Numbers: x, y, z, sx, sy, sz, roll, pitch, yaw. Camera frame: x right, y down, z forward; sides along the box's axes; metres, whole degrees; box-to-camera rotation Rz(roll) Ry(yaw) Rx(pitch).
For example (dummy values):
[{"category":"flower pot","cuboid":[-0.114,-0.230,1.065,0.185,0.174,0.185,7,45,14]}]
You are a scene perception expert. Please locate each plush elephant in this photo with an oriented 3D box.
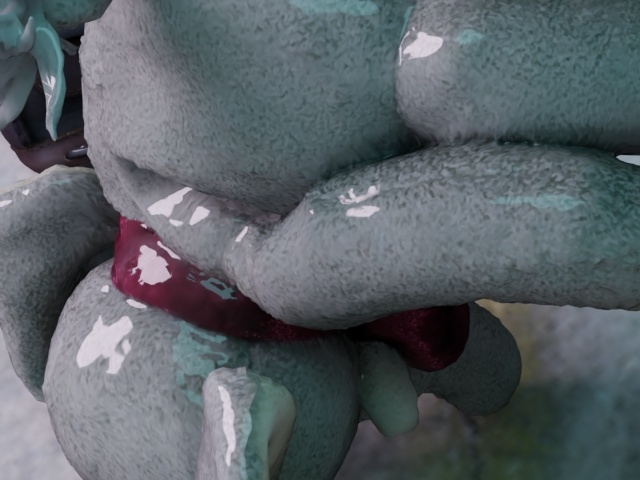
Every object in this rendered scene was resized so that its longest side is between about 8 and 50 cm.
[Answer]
[{"category":"plush elephant","cuboid":[0.000,0.000,0.644,0.330,0.255,0.272,-11,39,-25]}]

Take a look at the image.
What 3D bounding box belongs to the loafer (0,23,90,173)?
[{"category":"loafer","cuboid":[-0.004,-0.107,0.814,0.302,0.095,0.109,-14,28,-7]}]
